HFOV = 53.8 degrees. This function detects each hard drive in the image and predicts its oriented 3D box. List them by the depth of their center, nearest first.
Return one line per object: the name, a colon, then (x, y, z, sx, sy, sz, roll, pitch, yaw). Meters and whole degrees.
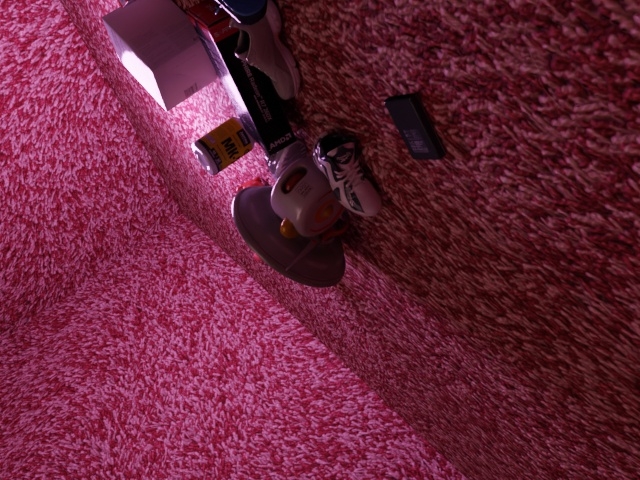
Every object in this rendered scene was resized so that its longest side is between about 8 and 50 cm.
hard drive: (0.182, -0.219, 1.223, 0.135, 0.022, 0.094, 58, 162, -21)

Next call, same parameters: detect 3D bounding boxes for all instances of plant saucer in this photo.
plant saucer: (-0.067, -0.042, 1.852, 0.400, 0.400, 0.100, 47, 119, 14)

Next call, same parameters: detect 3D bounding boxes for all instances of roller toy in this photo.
roller toy: (-0.023, -0.112, 1.677, 0.146, 0.209, 0.191, 41, 136, 28)

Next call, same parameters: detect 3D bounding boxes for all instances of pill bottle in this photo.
pill bottle: (-0.278, -0.303, 1.931, 0.119, 0.208, 0.119, 46, 163, 19)

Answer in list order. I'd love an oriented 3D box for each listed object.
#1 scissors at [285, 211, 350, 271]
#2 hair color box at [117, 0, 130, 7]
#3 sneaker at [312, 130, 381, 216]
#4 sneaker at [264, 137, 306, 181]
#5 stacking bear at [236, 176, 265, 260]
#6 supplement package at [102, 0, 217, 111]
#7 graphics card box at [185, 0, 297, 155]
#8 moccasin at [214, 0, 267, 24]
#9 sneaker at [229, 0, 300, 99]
scissors: (0.000, 0.000, 1.713, 0.109, 0.297, 0.021, 16, 130, 9)
hair color box: (-0.472, -0.698, 1.700, 0.053, 0.167, 0.093, 59, 162, -21)
sneaker: (0.065, -0.168, 1.508, 0.235, 0.094, 0.153, 59, 174, 13)
sneaker: (-0.123, -0.246, 1.821, 0.115, 0.105, 0.281, 52, 164, 0)
stacking bear: (-0.211, -0.086, 2.315, 0.164, 0.175, 0.289, 17, 135, 65)
supplement package: (-0.481, -0.580, 1.911, 0.263, 0.199, 0.198, 46, 163, 18)
graphics card box: (-0.202, -0.422, 1.627, 0.233, 0.094, 0.371, 49, 166, 53)
moccasin: (-0.209, -0.585, 1.355, 0.342, 0.137, 0.117, 61, 166, 19)
sneaker: (-0.137, -0.428, 1.459, 0.099, 0.121, 0.262, 37, 158, 43)
